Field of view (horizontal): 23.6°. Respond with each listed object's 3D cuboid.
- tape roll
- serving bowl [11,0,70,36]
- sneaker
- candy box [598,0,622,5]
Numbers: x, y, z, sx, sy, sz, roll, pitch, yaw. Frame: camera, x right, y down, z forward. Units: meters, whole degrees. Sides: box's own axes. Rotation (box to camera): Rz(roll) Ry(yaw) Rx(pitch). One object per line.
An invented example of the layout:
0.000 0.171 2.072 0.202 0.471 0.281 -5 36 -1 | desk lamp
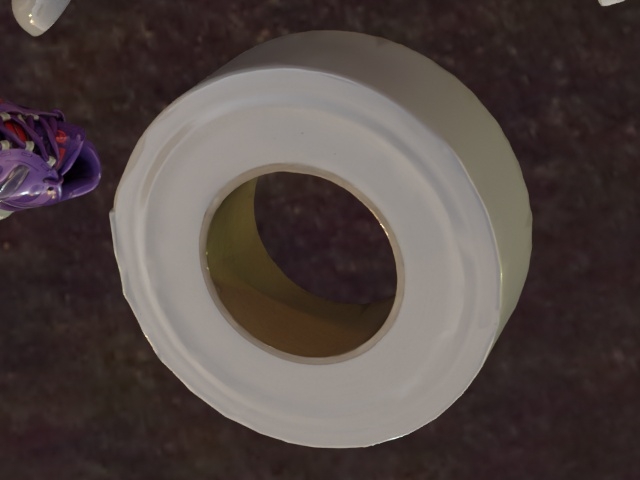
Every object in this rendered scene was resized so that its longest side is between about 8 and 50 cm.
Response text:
0.000 0.000 1.079 0.286 0.100 0.286 8 115 18 | tape roll
-0.186 -0.181 1.034 0.027 0.083 0.083 29 124 -28 | serving bowl
-0.146 -0.047 0.682 0.071 0.068 0.170 -4 177 13 | sneaker
0.176 -0.170 0.494 0.196 0.164 0.070 -12 130 18 | candy box
